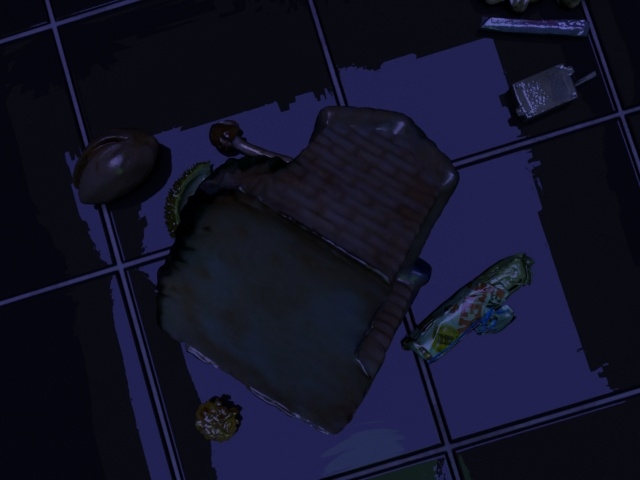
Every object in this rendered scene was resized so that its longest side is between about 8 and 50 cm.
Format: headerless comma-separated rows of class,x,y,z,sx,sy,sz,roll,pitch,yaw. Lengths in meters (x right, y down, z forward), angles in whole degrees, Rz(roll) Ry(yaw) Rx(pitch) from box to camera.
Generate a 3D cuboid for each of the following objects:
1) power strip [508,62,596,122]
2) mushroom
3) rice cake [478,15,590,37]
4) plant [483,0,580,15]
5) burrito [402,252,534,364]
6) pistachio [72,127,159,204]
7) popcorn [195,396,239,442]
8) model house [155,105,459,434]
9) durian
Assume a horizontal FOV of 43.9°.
power strip,0.439,-0.285,1.493,0.175,0.042,0.075,-22,85,-1
mushroom,-0.122,-0.178,1.506,0.187,0.060,0.061,21,79,-1
rice cake,0.405,-0.408,1.510,0.207,0.033,0.033,5,95,4
plant,0.370,-0.565,1.475,0.261,0.297,0.305,-41,129,21
burrito,0.286,0.136,1.458,0.288,0.054,0.104,-40,85,-1
pistachio,-0.386,-0.139,1.489,0.184,0.124,0.124,-36,84,16
popcorn,-0.190,0.331,1.464,0.083,0.057,0.082,-26,86,-2
model house,0.000,0.000,1.325,0.395,0.446,0.400,31,48,10
durian,-0.245,-0.047,1.491,0.100,0.086,0.216,1,83,-11
